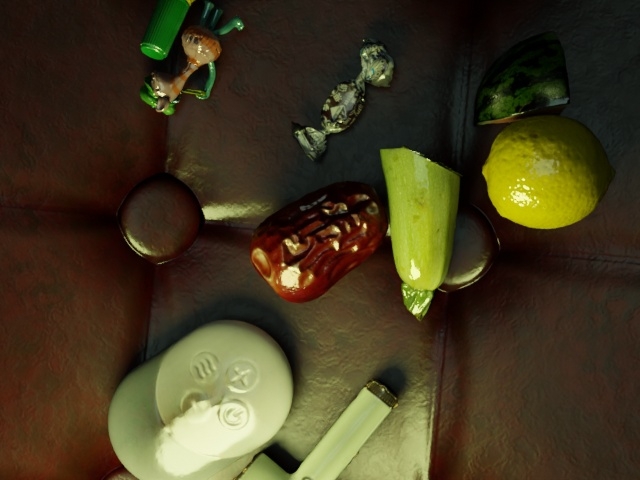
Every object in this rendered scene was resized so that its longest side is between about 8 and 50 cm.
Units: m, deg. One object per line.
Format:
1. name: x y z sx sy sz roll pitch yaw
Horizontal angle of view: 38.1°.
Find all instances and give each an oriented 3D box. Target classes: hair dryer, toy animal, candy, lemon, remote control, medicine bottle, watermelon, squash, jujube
1. hair dryer: 0.012 0.362 1.505 0.203 0.128 0.362 40 86 7
2. toy animal: -0.212 -0.301 1.566 0.103 0.100 0.208 34 91 -32
3. candy: 0.039 -0.235 1.541 0.094 0.051 0.226 38 92 18
4. lemon: 0.352 -0.106 1.427 0.203 0.178 0.179 1 89 7
5. remote control: -0.199 0.272 1.534 0.332 0.103 0.221 -34 82 8
6. medicine bottle: -0.231 -0.422 1.541 0.094 0.064 0.261 8 73 40
7. watermelon: 0.328 -0.264 1.471 0.193 0.137 0.146 -5 89 50
8. squash: 0.174 -0.011 1.482 0.137 0.137 0.288 -6 92 8
9. jujube: 0.000 0.000 1.494 0.230 0.155 0.155 -30 85 -3
